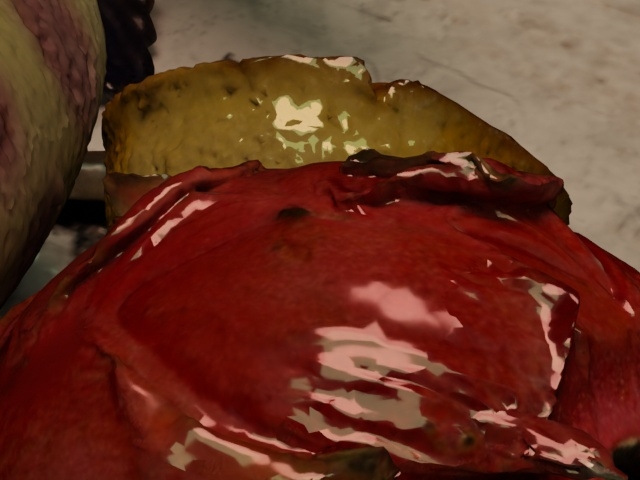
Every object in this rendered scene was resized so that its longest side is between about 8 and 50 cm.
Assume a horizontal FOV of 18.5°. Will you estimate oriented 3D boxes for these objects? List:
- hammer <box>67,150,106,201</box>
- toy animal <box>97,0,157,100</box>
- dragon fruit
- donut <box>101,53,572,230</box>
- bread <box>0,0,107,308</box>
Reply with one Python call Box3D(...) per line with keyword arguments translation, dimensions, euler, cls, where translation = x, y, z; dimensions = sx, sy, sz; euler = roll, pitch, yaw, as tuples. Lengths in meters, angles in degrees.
Box3D(translation=(-0.059, -0.025, 0.843), dimensions=(0.297, 0.027, 0.125), euler=(2, 48, 3), cls="hammer")
Box3D(translation=(-0.045, -0.263, 0.921), dimensions=(0.302, 0.225, 0.284), euler=(49, 42, 1), cls="toy animal")
Box3D(translation=(0.003, 0.085, 0.580), dimensions=(0.252, 0.241, 0.241), euler=(13, 44, 30), cls="dragon fruit")
Box3D(translation=(0.000, 0.000, 0.722), dimensions=(0.178, 0.162, 0.065), euler=(21, 63, -25), cls="donut")
Box3D(translation=(-0.181, 0.000, 0.625), dimensions=(0.155, 0.187, 0.338), euler=(34, 19, -6), cls="bread")
